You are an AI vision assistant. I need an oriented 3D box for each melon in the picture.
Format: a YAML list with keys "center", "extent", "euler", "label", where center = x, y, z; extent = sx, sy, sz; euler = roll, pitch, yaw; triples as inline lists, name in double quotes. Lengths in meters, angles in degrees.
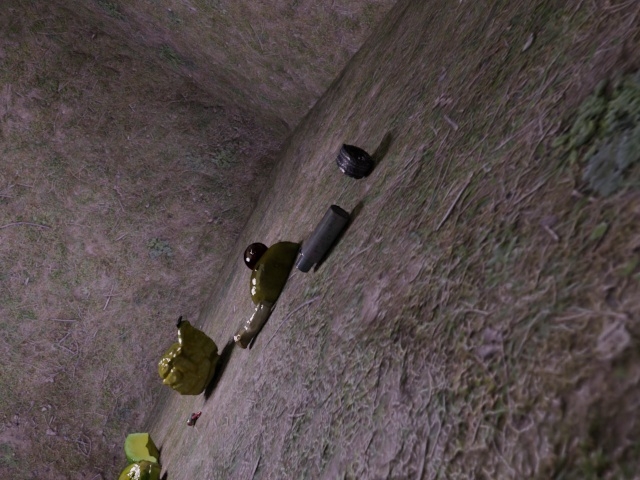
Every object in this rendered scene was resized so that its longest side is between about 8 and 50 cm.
- center: [-0.819, 1.012, 2.040]
  extent: [0.124, 0.196, 0.323]
  euler: [-38, 11, -21]
  label: "melon"

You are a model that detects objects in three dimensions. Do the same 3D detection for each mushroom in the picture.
- center: [-0.230, 0.288, 1.514]
  extent: [0.202, 0.059, 0.054]
  euler: [-54, 1, 16]
  label: "mushroom"

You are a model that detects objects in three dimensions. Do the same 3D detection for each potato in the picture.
- center: [-0.185, 0.111, 1.583]
  extent: [0.160, 0.111, 0.272]
  euler: [-20, 45, 66]
  label: "potato"

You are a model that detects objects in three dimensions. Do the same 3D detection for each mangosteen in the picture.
- center: [-0.276, 0.078, 1.956]
  extent: [0.140, 0.140, 0.140]
  euler: [-55, 16, 25]
  label: "mangosteen"

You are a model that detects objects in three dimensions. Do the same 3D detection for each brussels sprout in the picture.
- center: [-0.720, 0.979, 1.728]
  extent: [0.223, 0.161, 0.223]
  euler: [-160, 90, -76]
  label: "brussels sprout"

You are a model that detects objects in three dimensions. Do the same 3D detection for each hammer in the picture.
- center: [-0.497, 0.699, 1.747]
  extent: [0.083, 0.031, 0.053]
  euler: [-41, 26, 28]
  label: "hammer"

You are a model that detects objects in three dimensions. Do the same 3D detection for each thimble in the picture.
- center: [0.099, -0.225, 1.270]
  extent: [0.104, 0.095, 0.066]
  euler: [52, 130, 35]
  label: "thimble"

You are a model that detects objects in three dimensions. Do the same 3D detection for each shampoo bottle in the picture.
- center: [0.000, 0.000, 1.240]
  extent: [0.214, 0.072, 0.072]
  euler: [-56, 16, 23]
  label: "shampoo bottle"

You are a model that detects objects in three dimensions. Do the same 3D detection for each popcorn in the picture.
- center: [-0.541, 0.500, 1.834]
  extent: [0.293, 0.237, 0.293]
  euler: [-54, 21, 32]
  label: "popcorn"
